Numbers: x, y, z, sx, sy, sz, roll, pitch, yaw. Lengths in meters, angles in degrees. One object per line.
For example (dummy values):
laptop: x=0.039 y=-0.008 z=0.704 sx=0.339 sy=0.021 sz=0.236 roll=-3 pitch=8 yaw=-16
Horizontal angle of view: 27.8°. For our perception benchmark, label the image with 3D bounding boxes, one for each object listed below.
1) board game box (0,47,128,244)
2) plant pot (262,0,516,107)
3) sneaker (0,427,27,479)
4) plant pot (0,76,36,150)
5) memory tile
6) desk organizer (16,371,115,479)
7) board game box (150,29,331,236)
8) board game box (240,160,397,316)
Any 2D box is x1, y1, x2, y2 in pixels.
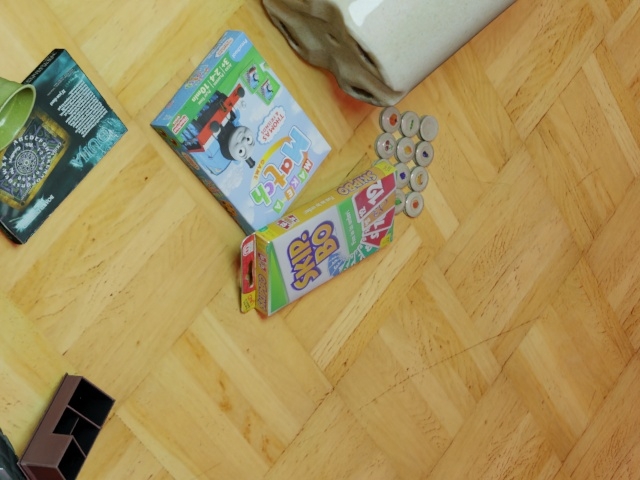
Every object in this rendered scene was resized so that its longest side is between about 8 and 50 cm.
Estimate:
board game box: x=-0.310 y=-0.104 z=1.429 sx=0.186 sy=0.026 sz=0.126 roll=-51 pitch=127 yaw=-23
plant pot: x=0.105 y=-0.343 z=1.588 sx=0.305 sy=0.334 sz=0.334 roll=-49 pitch=126 yaw=-11
sneaker: x=-0.402 y=0.220 z=1.377 sx=0.106 sy=0.101 sz=0.267 roll=-32 pitch=125 yaw=-4
plant pot: x=-0.352 y=-0.145 z=1.343 sx=0.083 sy=0.079 sz=0.083 roll=-57 pitch=173 yaw=-10
memory tile: x=0.115 y=-0.109 z=1.813 sx=0.113 sy=0.012 sz=0.148 roll=9 pitch=91 yaw=-42
desk organizer: x=-0.283 y=0.214 z=1.455 sx=0.047 sy=0.050 sz=0.130 roll=70 pitch=30 yaw=-41
board game box: x=-0.093 y=-0.129 z=1.608 sx=0.160 sy=0.039 sz=0.211 roll=-55 pitch=129 yaw=-20
board game box: x=0.000 y=0.000 z=1.690 sx=0.259 sy=0.039 sz=0.124 roll=-28 pitch=137 yaw=-33
